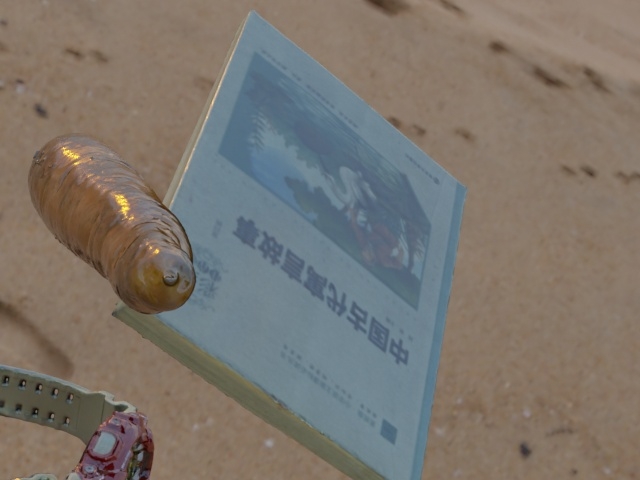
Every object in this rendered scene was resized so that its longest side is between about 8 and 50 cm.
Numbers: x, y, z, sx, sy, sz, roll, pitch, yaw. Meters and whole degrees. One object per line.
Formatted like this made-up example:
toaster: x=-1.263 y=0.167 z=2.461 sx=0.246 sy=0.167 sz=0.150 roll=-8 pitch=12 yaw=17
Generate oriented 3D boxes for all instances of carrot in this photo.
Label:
carrot: x=-0.099 y=-0.007 z=0.639 sx=0.059 sy=0.059 sz=0.248 roll=11 pitch=11 yaw=-25

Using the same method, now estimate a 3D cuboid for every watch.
watch: x=-0.261 y=0.150 z=0.988 sx=0.268 sy=0.102 sz=0.165 roll=12 pitch=21 yaw=0

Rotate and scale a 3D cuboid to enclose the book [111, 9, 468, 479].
book: x=0.000 y=0.000 z=0.804 sx=0.215 sy=0.025 sz=0.282 roll=37 pitch=40 yaw=-21
